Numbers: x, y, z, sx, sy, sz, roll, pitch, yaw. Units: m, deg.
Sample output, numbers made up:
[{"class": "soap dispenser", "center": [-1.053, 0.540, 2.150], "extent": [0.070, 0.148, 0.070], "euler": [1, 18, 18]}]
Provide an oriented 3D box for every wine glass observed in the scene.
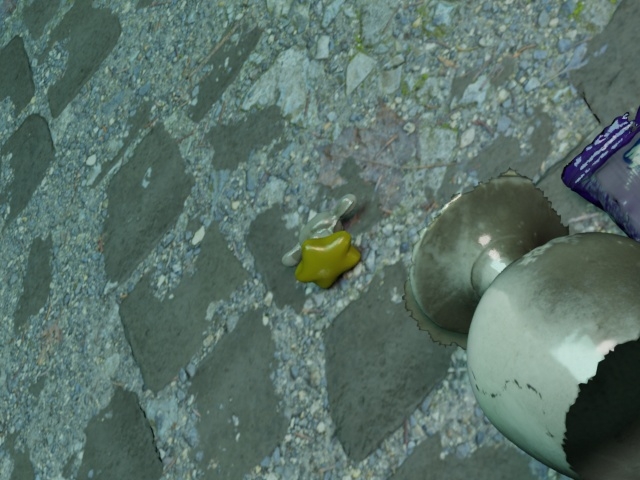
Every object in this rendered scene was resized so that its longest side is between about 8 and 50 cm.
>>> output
[{"class": "wine glass", "center": [0.233, 0.088, 1.315], "extent": [0.238, 0.238, 0.323], "euler": [-53, 31, 12]}]

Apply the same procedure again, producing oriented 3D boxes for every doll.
[{"class": "doll", "center": [-0.005, 0.005, 1.807], "extent": [0.135, 0.071, 0.113], "euler": [-26, 43, 43]}]

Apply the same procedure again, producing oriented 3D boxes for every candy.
[{"class": "candy", "center": [0.356, -0.039, 1.422], "extent": [0.145, 0.070, 0.275], "euler": [-42, 39, 15]}]
